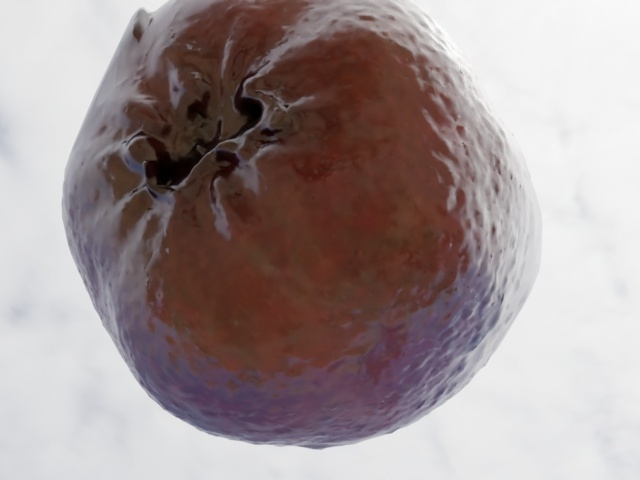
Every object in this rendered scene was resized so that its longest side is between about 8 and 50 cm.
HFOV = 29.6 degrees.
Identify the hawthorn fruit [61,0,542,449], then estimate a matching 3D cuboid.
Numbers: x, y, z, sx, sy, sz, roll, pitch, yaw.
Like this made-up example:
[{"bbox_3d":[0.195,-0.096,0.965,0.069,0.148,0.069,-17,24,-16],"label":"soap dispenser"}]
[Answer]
[{"bbox_3d":[0.000,0.000,0.710,0.265,0.307,0.265,-8,-115,18],"label":"hawthorn fruit"}]
